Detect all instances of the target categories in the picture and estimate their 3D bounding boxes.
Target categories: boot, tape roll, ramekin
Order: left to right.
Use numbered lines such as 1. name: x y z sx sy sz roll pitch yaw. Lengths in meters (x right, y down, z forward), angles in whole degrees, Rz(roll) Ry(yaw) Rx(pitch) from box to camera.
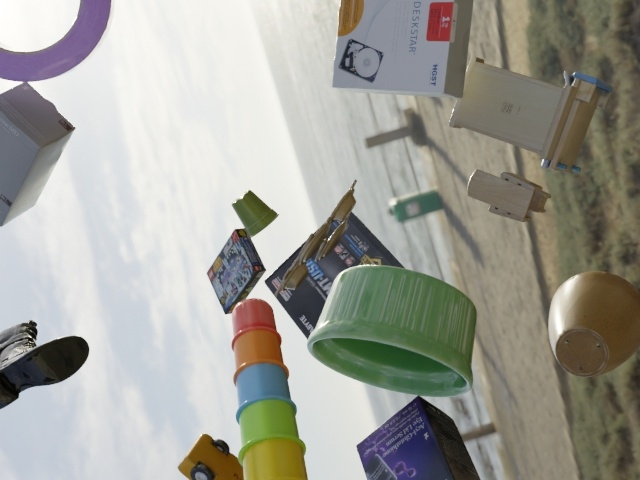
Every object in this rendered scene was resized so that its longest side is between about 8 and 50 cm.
1. tape roll: -0.468 -0.391 1.409 0.090 0.274 0.275 -129 22 -75
2. boot: -0.601 0.223 1.830 0.091 0.263 0.229 66 176 -27
3. ramekin: 0.139 0.164 1.620 0.303 0.303 0.148 74 -150 -64

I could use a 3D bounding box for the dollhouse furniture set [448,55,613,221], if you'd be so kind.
1. dollhouse furniture set: 0.402 -0.205 1.743 0.303 0.198 0.286 -6 -63 -58

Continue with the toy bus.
1. toy bus: -0.176 0.583 1.976 0.332 0.130 0.108 39 -149 -2

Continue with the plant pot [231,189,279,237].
1. plant pot: -0.140 -0.060 1.828 0.079 0.083 0.083 52 -176 -10

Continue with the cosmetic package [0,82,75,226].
1. cosmetic package: -0.545 -0.151 1.581 0.127 0.238 0.107 42 -138 2

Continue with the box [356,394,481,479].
1. box: 0.169 0.393 1.482 0.108 0.153 0.207 37 -162 -33

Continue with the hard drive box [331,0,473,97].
1. hard drive box: 0.147 -0.357 1.620 0.089 0.232 0.181 -3 -80 -58

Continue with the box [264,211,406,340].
1. box: 0.041 0.100 2.213 0.073 0.293 0.295 44 -176 -48

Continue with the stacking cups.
1. stacking cups: -0.070 0.213 1.225 0.096 0.096 0.316 73 -175 -46

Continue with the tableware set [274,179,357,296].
1. tableware set: 0.000 0.000 1.161 0.020 0.169 0.141 35 138 9

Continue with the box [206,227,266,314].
1. box: -0.151 0.055 1.579 0.137 0.027 0.094 -54 54 41

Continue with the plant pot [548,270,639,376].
1. plant pot: 0.631 0.220 2.086 0.254 0.237 0.237 -30 -75 -60
